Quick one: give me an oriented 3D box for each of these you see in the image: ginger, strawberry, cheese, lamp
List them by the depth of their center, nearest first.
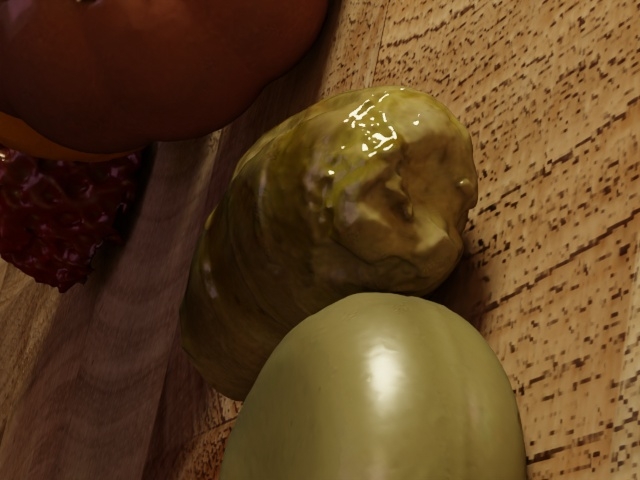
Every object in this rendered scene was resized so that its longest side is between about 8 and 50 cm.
[{"bbox_3d":[0.017,0.120,0.666,0.202,0.091,0.175,-95,27,-52],"label":"cheese"},{"bbox_3d":[0.000,0.000,0.818,0.109,0.116,0.263,-35,-7,-28],"label":"ginger"},{"bbox_3d":[-0.136,-0.212,1.108,0.239,0.305,0.305,39,-116,-67],"label":"lamp"},{"bbox_3d":[-0.271,-0.075,1.597,0.234,0.178,0.234,-55,19,30],"label":"strawberry"}]

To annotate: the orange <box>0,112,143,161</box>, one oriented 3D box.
[{"bbox_3d":[-0.205,-0.193,1.367,0.261,0.261,0.261,-162,90,-73],"label":"orange"}]
